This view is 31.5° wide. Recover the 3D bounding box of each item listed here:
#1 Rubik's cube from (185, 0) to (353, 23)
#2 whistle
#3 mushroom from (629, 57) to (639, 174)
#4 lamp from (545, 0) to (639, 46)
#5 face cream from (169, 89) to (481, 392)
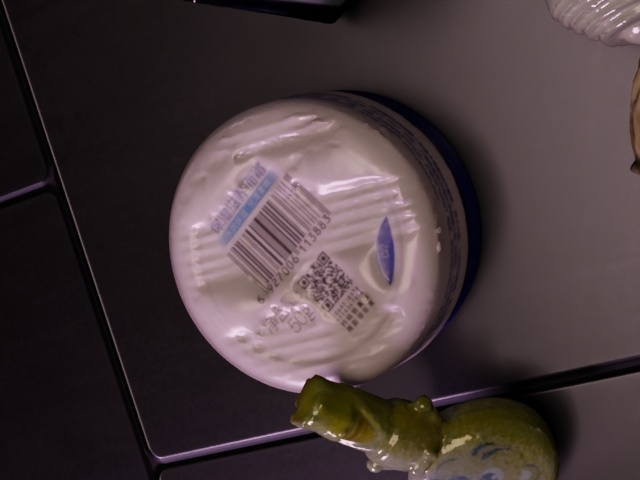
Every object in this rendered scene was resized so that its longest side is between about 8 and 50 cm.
[{"bbox_3d":[-0.063,-0.300,0.684,0.246,0.248,0.250,36,111,14],"label":"Rubik's cube"},{"bbox_3d":[0.071,0.135,0.763,0.198,0.057,0.104,24,117,-21],"label":"whistle"},{"bbox_3d":[0.316,-0.085,0.590,0.267,0.190,0.164,15,96,45],"label":"mushroom"},{"bbox_3d":[0.165,-0.206,0.680,0.106,0.106,0.193,-26,81,26],"label":"lamp"},{"bbox_3d":[0.000,0.000,0.788,0.206,0.111,0.205,4,101,22],"label":"face cream"}]
